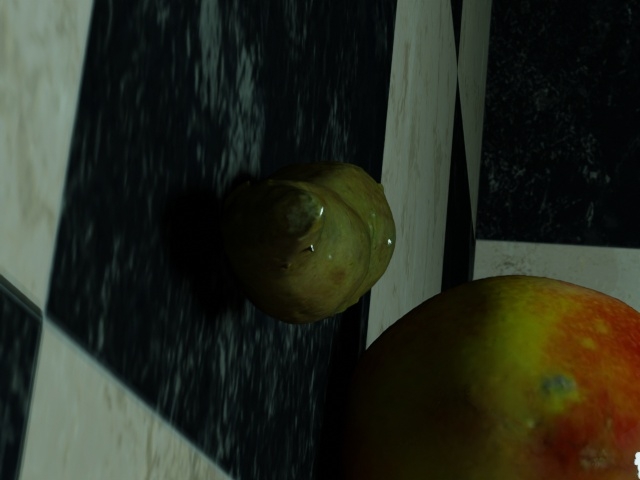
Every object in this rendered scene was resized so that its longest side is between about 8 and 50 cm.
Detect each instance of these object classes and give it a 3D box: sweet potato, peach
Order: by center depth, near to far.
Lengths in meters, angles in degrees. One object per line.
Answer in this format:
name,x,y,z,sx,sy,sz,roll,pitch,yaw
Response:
sweet potato,0.000,0.000,0.613,0.274,0.067,0.067,20,74,-83
peach,0.121,0.134,0.914,0.231,0.231,0.231,3,90,-81
